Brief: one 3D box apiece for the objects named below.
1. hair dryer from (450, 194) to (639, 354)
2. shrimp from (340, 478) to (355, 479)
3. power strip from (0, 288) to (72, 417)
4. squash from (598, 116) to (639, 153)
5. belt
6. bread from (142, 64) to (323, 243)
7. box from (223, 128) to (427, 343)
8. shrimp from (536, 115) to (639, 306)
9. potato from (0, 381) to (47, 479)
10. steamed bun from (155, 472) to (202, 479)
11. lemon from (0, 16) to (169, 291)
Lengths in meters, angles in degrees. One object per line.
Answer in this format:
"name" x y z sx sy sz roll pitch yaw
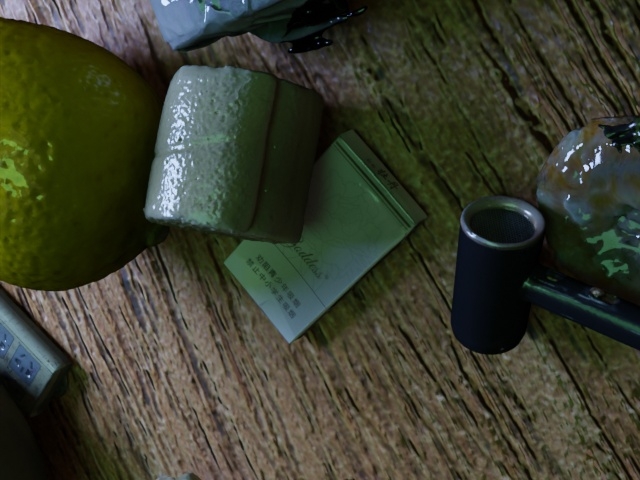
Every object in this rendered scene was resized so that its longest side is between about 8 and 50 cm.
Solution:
"hair dryer" 0.220 0.069 0.887 0.255 0.070 0.128 27 135 25
"shrimp" 0.051 0.369 1.103 0.152 0.063 0.287 -15 98 43
"power strip" -0.397 0.090 1.290 0.268 0.034 0.092 43 120 13
"squash" 0.359 -0.121 0.759 0.331 0.087 0.087 -22 92 23
"belt" -0.027 -0.236 0.905 0.289 0.184 0.164 -11 103 37
"bread" -0.076 -0.073 0.973 0.134 0.148 0.141 9 86 25
"box" 0.000 0.000 1.043 0.109 0.029 0.198 50 122 9
"shrimp" 0.313 -0.003 0.849 0.317 0.062 0.164 14 118 30
"potato" -0.421 0.273 1.235 0.243 0.221 0.326 17 122 43
"steamed bun" -0.121 0.332 1.163 0.177 0.106 0.192 2 95 18
"lemon" -0.277 -0.085 1.051 0.320 0.245 0.245 30 117 13
